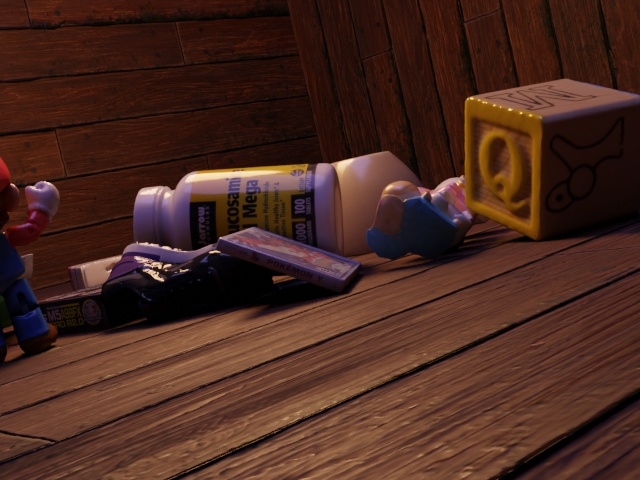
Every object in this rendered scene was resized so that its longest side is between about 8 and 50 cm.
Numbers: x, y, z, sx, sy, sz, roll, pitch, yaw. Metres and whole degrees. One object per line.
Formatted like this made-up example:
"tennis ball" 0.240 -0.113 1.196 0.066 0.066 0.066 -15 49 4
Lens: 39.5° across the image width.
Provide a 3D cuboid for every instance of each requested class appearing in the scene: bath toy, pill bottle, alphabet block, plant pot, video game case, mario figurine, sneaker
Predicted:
"bath toy" 0.185 -0.040 1.500 0.129 0.151 0.348 -49 -11 20
"pill bottle" -0.134 -0.029 1.506 0.334 0.187 0.188 -4 4 6
"alphabet block" 0.354 -0.130 1.360 0.197 0.192 0.193 -13 22 -24
"plant pot" 0.100 -0.081 1.867 0.284 0.190 0.284 -12 3 1
"video game case" -0.039 0.024 1.299 0.184 0.023 0.201 18 8 7
"mario figurine" -0.492 0.015 1.328 0.170 0.320 0.198 -10 4 31
"sneaker" -0.209 0.081 1.360 0.283 0.107 0.124 -1 40 29

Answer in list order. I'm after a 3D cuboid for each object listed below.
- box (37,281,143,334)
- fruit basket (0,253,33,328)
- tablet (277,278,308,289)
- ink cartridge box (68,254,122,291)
"box" -0.354 0.103 1.576 0.216 0.060 0.270 -11 4 36
"fruit basket" -0.676 0.121 1.587 0.327 0.165 0.353 -23 -2 -23
"tablet" -0.042 0.069 1.442 0.054 0.006 0.083 -13 4 -4
"ink cartridge box" -0.521 0.088 2.193 0.159 0.092 0.218 -14 2 -23
